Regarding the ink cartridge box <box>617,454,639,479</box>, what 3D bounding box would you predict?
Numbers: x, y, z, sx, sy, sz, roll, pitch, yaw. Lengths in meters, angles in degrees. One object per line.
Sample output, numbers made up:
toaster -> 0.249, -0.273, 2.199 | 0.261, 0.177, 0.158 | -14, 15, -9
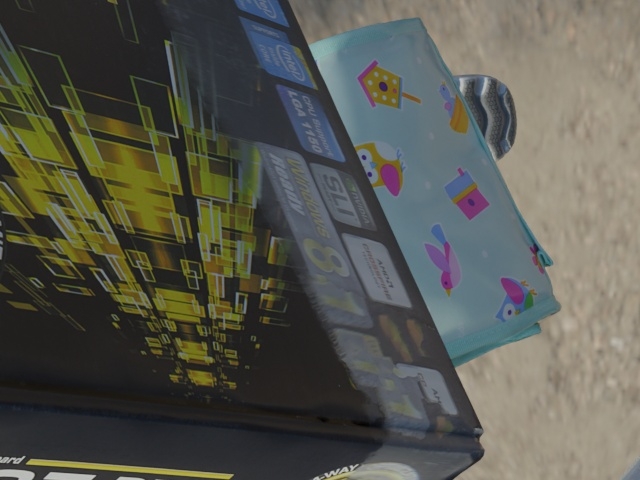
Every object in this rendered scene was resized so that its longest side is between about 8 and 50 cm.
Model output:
ink cartridge box -> 0.173, 0.237, 0.843 | 0.197, 0.198, 0.270 | 34, 43, 19

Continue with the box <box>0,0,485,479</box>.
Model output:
box -> -0.139, -0.076, 0.673 | 0.097, 0.318, 0.395 | -41, 54, 29

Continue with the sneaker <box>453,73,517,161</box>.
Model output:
sneaker -> 0.011, -0.075, 1.480 | 0.281, 0.115, 0.105 | -4, 94, -21

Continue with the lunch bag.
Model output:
lunch bag -> 0.000, 0.000, 1.157 | 0.262, 0.160, 0.223 | -23, 82, -20
